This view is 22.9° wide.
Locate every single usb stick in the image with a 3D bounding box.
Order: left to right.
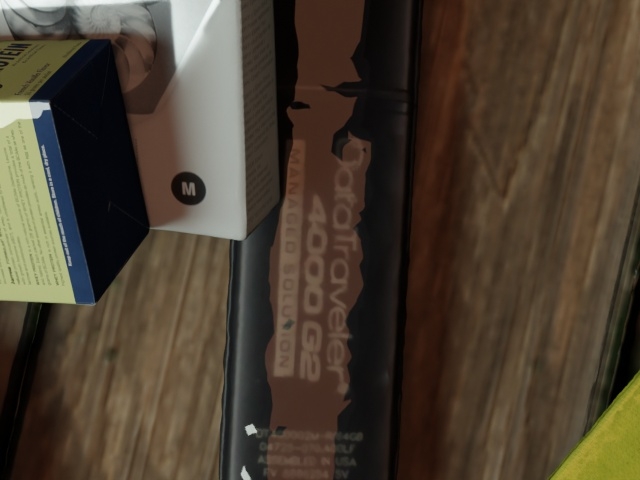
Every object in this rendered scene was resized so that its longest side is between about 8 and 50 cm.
[{"bbox_3d":[0.000,0.000,0.662,0.077,0.045,0.278,3,88,-3],"label":"usb stick"}]

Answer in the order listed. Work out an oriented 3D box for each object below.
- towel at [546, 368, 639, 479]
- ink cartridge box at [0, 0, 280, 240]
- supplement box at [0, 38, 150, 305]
[{"bbox_3d":[0.137,0.128,0.664,0.102,0.021,0.237,40,90,-2],"label":"towel"},{"bbox_3d":[-0.127,-0.118,0.605,0.223,0.045,0.224,6,115,16],"label":"ink cartridge box"},{"bbox_3d":[-0.118,-0.026,0.584,0.083,0.056,0.083,1,120,18],"label":"supplement box"}]
